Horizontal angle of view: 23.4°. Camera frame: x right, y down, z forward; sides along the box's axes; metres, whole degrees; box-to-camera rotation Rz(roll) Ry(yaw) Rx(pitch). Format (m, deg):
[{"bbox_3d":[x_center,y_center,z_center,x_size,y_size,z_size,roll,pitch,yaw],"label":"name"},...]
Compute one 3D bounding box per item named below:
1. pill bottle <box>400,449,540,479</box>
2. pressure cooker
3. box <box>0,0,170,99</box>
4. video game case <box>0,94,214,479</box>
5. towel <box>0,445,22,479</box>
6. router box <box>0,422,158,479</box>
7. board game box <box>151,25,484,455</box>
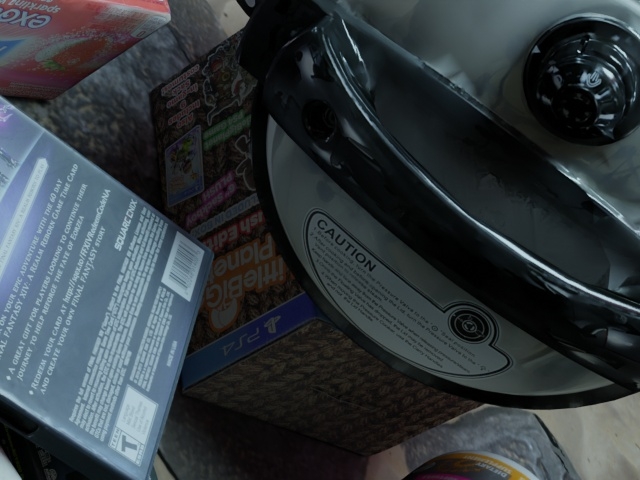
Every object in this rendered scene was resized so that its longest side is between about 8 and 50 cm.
[{"bbox_3d":[0.071,0.270,1.143,0.162,0.162,0.278,62,30,3],"label":"pill bottle"},{"bbox_3d":[0.150,-0.097,1.067,0.420,0.369,0.376,-55,140,-54],"label":"pressure cooker"},{"bbox_3d":[-0.263,-0.199,1.057,0.300,0.142,0.154,-2,67,-56],"label":"box"},{"bbox_3d":[-0.190,0.002,0.900,0.274,0.026,0.196,37,40,-22],"label":"video game case"},{"bbox_3d":[-0.220,0.237,0.802,0.248,0.038,0.325,-34,93,-42],"label":"towel"},{"bbox_3d":[-0.149,0.129,0.928,0.092,0.038,0.123,-23,97,-53],"label":"router box"},{"bbox_3d":[0.000,0.000,1.282,0.232,0.141,0.291,26,45,-44],"label":"board game box"}]
